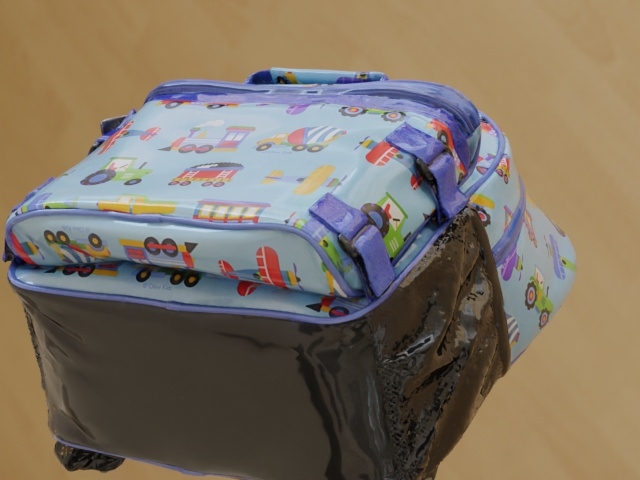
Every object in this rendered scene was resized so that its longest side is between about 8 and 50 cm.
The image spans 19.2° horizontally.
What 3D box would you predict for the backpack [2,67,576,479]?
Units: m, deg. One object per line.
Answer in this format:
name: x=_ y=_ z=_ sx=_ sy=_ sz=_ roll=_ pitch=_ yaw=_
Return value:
backpack: x=0.000 y=0.000 z=0.637 sx=0.158 sy=0.173 sz=0.117 roll=7 pitch=123 yaw=33
